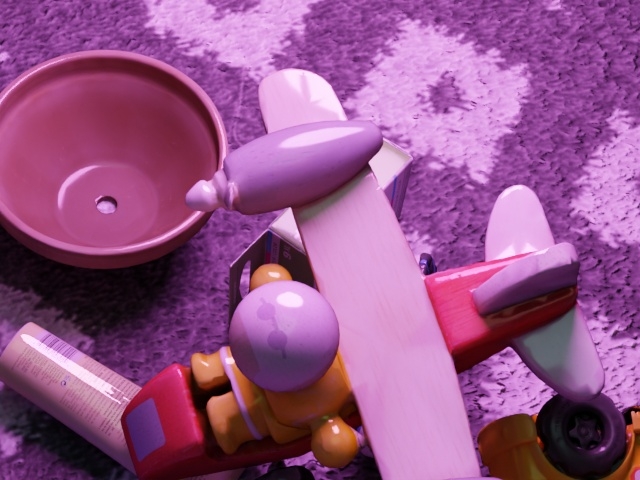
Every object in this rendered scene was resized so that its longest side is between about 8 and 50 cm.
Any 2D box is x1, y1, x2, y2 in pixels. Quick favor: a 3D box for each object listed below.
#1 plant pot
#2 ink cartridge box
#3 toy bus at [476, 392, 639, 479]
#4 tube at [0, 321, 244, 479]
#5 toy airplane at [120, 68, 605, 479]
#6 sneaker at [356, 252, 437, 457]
[{"bbox_3d":[-0.208,-0.059,1.590,0.237,0.110,0.237,3,57,-4],"label":"plant pot"},{"bbox_3d":[0.000,0.000,1.574,0.062,0.109,0.209,34,61,16],"label":"ink cartridge box"},{"bbox_3d":[0.265,0.239,1.441,0.220,0.149,0.211,-5,72,-12],"label":"toy bus"},{"bbox_3d":[-0.182,0.163,1.488,0.240,0.062,0.070,31,98,5],"label":"tube"},{"bbox_3d":[0.035,0.085,1.335,0.386,0.272,0.384,24,90,28],"label":"toy airplane"},{"bbox_3d":[0.058,0.109,1.542,0.081,0.080,0.211,0,55,20],"label":"sneaker"}]
